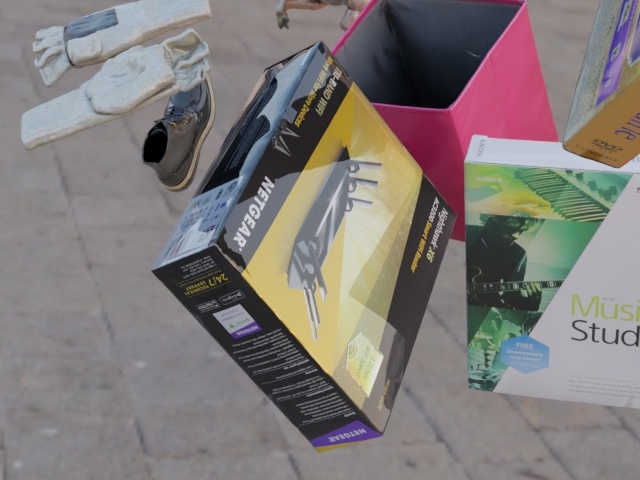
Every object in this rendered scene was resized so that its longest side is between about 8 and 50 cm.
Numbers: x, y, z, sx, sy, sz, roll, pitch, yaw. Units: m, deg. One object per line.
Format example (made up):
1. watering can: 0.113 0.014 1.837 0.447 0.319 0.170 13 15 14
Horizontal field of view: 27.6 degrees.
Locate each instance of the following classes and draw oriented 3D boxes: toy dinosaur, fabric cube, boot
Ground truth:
1. toy dinosaur: 0.041 -0.422 2.093 0.296 0.127 0.200 20 54 28
2. fabric cube: 0.165 -0.183 1.909 0.254 0.258 0.259 12 50 33
3. boot: -0.211 -0.182 1.926 0.077 0.198 0.137 3 -11 11

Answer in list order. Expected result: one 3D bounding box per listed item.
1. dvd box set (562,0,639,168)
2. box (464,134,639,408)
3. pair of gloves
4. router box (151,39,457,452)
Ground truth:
1. dvd box set: 0.310 -0.256 0.941 0.062 0.307 0.420 20 -18 -6
2. box: 0.275 0.041 1.411 0.232 0.322 0.058 5 36 15
3. pair of gloves: -0.210 -0.189 1.334 0.204 0.042 0.240 -18 34 8
4. router box: 0.000 0.000 1.209 0.081 0.243 0.309 -21 31 35
